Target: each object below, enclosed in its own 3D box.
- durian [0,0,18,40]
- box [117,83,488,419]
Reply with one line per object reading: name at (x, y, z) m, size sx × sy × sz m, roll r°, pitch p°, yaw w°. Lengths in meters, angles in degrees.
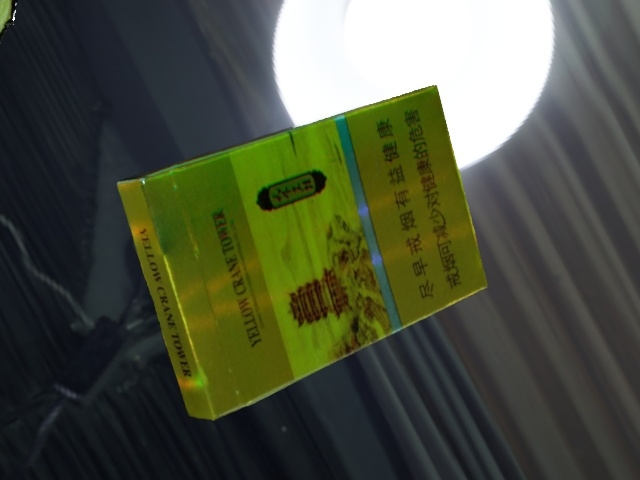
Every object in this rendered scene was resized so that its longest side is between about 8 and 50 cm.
durian at (-0.312, -0.128, 0.643) m, size 0.394 × 0.198 × 0.163 m, roll -59°, pitch 0°, yaw -30°
box at (0.000, 0.000, 0.566) m, size 0.193 × 0.121 × 0.030 m, roll -21°, pitch 10°, yaw -34°
